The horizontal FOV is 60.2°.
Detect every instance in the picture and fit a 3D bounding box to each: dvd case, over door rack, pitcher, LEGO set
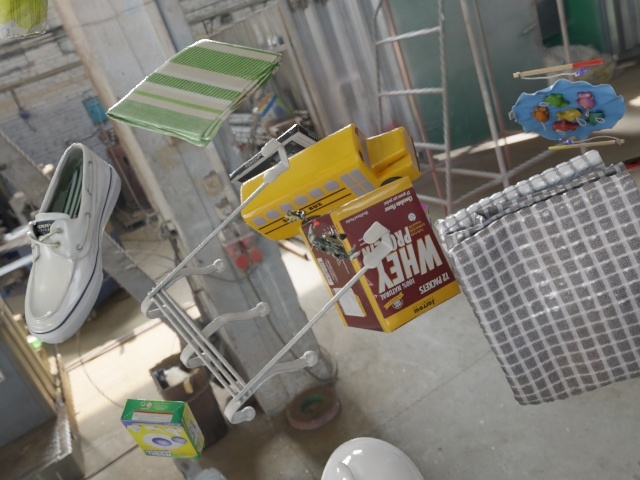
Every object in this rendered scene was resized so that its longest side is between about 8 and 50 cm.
[{"bbox_3d":[-0.079,-0.179,1.357,0.239,0.179,0.029,-31,55,32],"label":"dvd case"},{"bbox_3d":[-0.074,0.056,0.782,0.239,0.108,0.324,41,92,28],"label":"over door rack"},{"bbox_3d":[0.056,0.294,0.593,0.126,0.177,0.207,-35,21,0],"label":"pitcher"},{"bbox_3d":[0.001,0.000,0.514,0.054,0.023,0.083,12,20,-41],"label":"LEGO set"}]

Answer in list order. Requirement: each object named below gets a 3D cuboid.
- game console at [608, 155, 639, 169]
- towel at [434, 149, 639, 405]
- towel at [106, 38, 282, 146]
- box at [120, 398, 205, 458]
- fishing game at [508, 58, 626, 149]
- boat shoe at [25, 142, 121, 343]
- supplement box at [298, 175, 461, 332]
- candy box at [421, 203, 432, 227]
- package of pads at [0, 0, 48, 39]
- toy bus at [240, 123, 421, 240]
[{"bbox_3d":[0.487,-0.156,0.805,0.124,0.085,0.144,-16,-4,37],"label":"game console"},{"bbox_3d":[0.305,0.059,0.693,0.235,0.283,0.121,-24,15,22],"label":"towel"},{"bbox_3d":[-0.258,-0.331,1.191,0.248,0.038,0.324,18,53,19],"label":"towel"},{"bbox_3d":[-0.266,0.332,0.954,0.105,0.179,0.043,2,51,5],"label":"box"},{"bbox_3d":[0.437,-0.223,0.987,0.189,0.264,0.041,1,69,32],"label":"fishing game"},{"bbox_3d":[-0.286,-0.005,0.604,0.083,0.075,0.226,-8,59,12],"label":"boat shoe"},{"bbox_3d":[0.083,0.026,0.867,0.129,0.191,0.194,-26,3,-18],"label":"supplement box"},{"bbox_3d":[0.220,0.038,1.349,0.071,0.233,0.159,13,60,29],"label":"candy box"},{"bbox_3d":[-0.578,-0.539,1.000,0.101,0.229,0.296,-23,-6,-31],"label":"package of pads"},{"bbox_3d":[0.015,-0.116,1.057,0.333,0.130,0.108,-25,50,25],"label":"toy bus"}]
